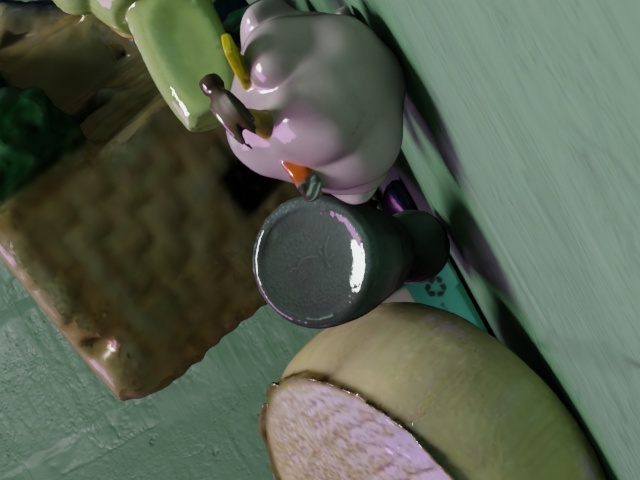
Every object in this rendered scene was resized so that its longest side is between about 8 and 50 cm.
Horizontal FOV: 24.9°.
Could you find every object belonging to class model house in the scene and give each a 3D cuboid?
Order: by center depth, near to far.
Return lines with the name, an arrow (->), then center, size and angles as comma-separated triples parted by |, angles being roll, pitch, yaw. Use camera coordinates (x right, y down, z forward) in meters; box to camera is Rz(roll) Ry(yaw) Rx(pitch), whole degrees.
model house -> -0.141, -0.097, 1.216 | 0.334, 0.342, 0.382 | 57, 169, -25

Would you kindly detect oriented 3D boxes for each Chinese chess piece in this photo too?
Chinese chess piece -> 0.080, 0.174, 1.033 | 0.270, 0.112, 0.270 | 35, 146, 28

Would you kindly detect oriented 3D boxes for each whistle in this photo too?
whistle -> -0.124, -0.197, 0.990 | 0.141, 0.141, 0.294 | 70, 180, -80

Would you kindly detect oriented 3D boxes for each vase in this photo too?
vase -> 0.033, 0.009, 1.007 | 0.086, 0.086, 0.214 | 61, -160, 9

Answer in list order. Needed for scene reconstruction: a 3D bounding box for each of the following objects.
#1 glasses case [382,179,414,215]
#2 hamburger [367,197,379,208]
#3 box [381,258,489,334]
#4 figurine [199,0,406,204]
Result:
glasses case -> 0.067, -0.026, 1.254 | 0.033, 0.023, 0.083 | 62, 179, 14
hamburger -> 0.000, 0.000, 1.525 | 0.115, 0.162, 0.162 | 63, 178, -17
box -> 0.095, 0.123, 1.312 | 0.205, 0.118, 0.311 | 62, 178, -3
figurine -> 0.000, -0.090, 0.897 | 0.229, 0.112, 0.137 | -74, -36, -74
